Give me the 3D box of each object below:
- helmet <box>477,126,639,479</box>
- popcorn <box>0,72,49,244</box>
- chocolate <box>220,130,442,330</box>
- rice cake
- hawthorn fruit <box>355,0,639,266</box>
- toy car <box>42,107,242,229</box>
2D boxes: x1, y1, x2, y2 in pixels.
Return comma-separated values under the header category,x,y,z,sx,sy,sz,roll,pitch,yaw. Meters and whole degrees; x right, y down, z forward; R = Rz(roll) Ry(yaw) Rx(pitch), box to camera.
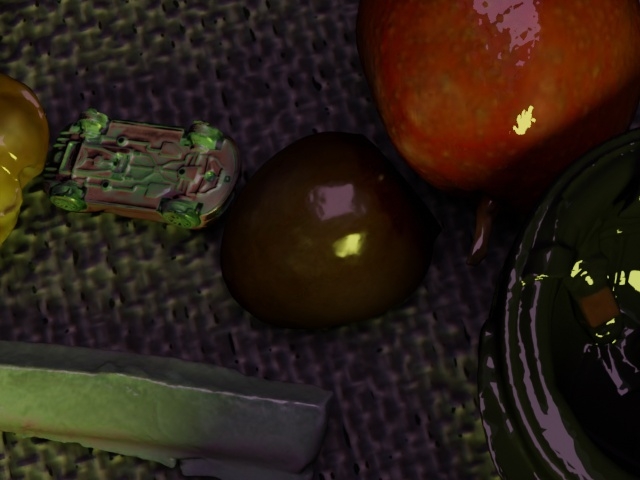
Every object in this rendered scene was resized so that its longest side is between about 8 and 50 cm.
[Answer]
category,x,y,z,sx,sy,sz,roll,pitch,yaw
helmet,0.201,0.073,1.123,0.230,0.160,0.279,32,75,1
popcorn,-0.334,-0.038,1.171,0.332,0.225,0.265,-26,79,-31
chocolate,0.000,0.000,1.204,0.133,0.127,0.124,-44,42,-2
rice cake,-0.138,0.110,1.186,0.290,0.051,0.081,5,101,5
hawthorn fruit,0.110,-0.094,1.182,0.196,0.196,0.225,4,77,4
toy car,-0.116,-0.043,1.241,0.142,0.055,0.069,8,67,20
